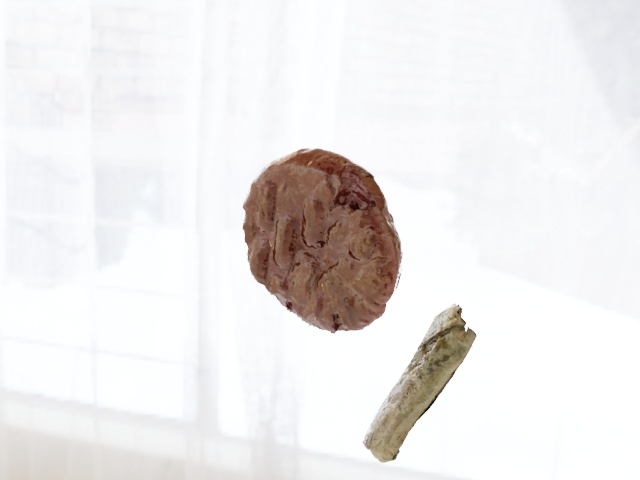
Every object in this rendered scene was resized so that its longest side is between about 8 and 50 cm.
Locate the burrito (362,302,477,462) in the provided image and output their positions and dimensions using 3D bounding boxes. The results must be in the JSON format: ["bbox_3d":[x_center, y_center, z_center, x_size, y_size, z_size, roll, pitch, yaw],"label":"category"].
[{"bbox_3d":[0.096,0.140,1.158,0.042,0.171,0.051,31,-171,-29],"label":"burrito"}]

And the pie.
[{"bbox_3d":[0.000,0.000,0.942,0.154,0.154,0.036,6,-163,34],"label":"pie"}]
